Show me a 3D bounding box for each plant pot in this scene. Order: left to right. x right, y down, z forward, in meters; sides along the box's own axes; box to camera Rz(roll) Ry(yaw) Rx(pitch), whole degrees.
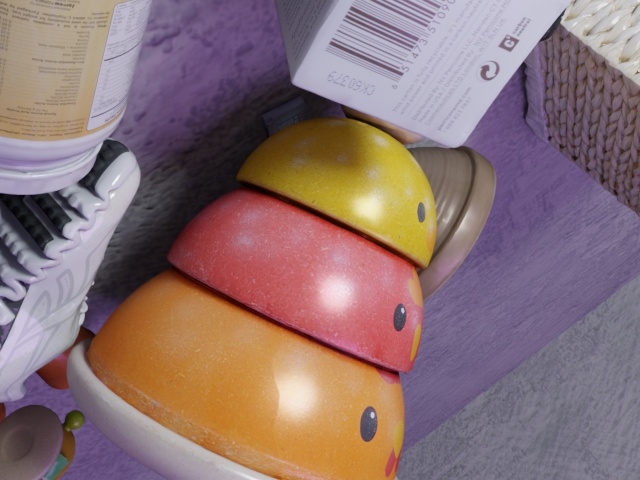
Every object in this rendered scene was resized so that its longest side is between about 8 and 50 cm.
[{"bbox_3d":[0.094,-0.033,0.935,0.109,0.237,0.237,34,113,-16],"label":"plant pot"}]

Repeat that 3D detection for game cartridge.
[{"bbox_3d":[-0.032,-0.118,0.818,0.056,0.017,0.083,-26,150,-11],"label":"game cartridge"}]

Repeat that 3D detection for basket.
[{"bbox_3d":[0.458,-0.227,0.933,0.328,0.266,0.331,-37,153,0],"label":"basket"}]

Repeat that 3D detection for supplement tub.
[{"bbox_3d":[-0.185,-0.142,0.480,0.144,0.144,0.200,-11,143,-38],"label":"supplement tub"}]

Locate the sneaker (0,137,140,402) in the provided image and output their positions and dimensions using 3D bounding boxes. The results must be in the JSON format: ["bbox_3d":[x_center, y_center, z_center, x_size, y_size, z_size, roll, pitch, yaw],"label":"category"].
[{"bbox_3d":[-0.251,0.033,0.682,0.292,0.110,0.118,-50,143,8],"label":"sneaker"}]

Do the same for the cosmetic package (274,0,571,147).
[{"bbox_3d":[0.064,-0.199,0.581,0.151,0.184,0.151,17,129,-25],"label":"cosmetic package"}]

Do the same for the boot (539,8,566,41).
[{"bbox_3d":[0.160,-0.280,0.739,0.161,0.083,0.247,-24,144,-8],"label":"boot"}]

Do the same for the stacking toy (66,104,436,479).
[{"bbox_3d":[0.000,0.000,0.749,0.350,0.350,0.480,25,89,-58],"label":"stacking toy"}]

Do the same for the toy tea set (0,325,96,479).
[{"bbox_3d":[-0.349,0.238,0.822,0.336,0.200,0.124,-39,143,-6],"label":"toy tea set"}]
